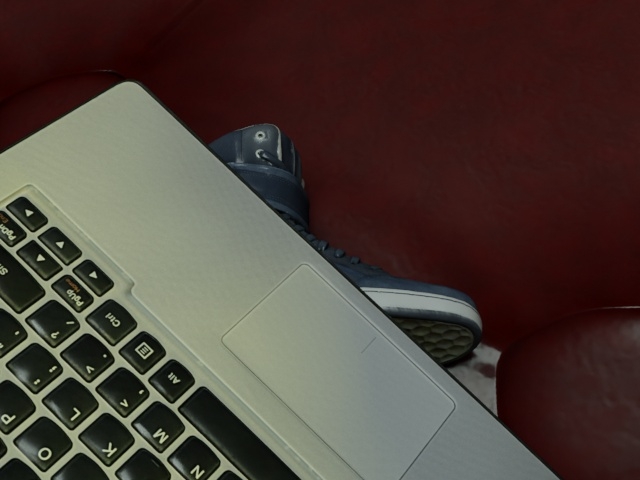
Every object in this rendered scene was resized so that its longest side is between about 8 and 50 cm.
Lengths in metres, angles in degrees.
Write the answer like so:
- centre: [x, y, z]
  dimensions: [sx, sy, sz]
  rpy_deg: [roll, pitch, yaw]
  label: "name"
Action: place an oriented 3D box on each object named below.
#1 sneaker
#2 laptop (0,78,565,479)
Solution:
- centre: [-0.001, -0.001, 0.671]
  dimensions: [0.226, 0.086, 0.164]
  rpy_deg: [2, 56, 16]
  label: "sneaker"
- centre: [-0.045, 0.082, 0.365]
  dimensions: [0.382, 0.236, 0.408]
  rpy_deg: [44, 49, 5]
  label: "laptop"
